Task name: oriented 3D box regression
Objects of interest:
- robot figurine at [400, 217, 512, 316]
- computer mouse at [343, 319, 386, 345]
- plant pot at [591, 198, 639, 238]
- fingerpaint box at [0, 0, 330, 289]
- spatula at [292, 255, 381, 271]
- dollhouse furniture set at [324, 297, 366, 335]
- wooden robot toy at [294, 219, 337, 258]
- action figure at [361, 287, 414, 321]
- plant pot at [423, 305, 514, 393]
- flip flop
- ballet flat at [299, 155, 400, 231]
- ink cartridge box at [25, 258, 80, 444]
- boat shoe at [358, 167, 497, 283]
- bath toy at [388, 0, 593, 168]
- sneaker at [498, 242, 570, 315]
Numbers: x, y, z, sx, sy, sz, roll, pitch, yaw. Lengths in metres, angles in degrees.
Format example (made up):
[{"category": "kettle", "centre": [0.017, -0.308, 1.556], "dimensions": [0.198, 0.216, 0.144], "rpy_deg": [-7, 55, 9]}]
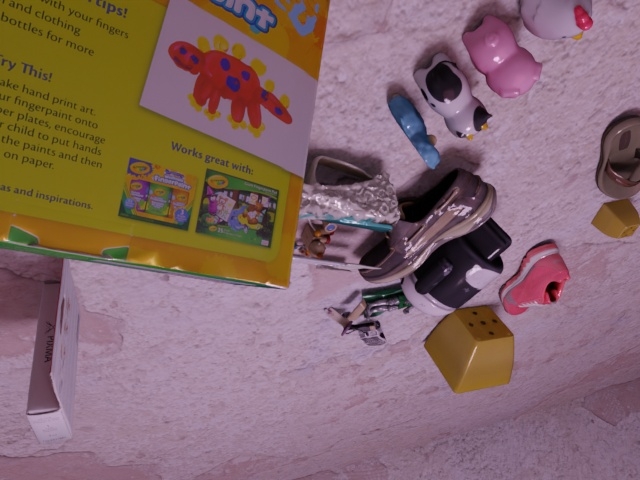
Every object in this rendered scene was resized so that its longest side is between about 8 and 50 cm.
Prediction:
[{"category": "robot figurine", "centre": [0.318, 0.059, 1.132], "dimensions": [0.209, 0.174, 0.278], "rpy_deg": [23, 125, -27]}, {"category": "computer mouse", "centre": [0.143, 0.271, 1.388], "dimensions": [0.106, 0.042, 0.193], "rpy_deg": [-14, 151, 16]}, {"category": "plant pot", "centre": [0.815, -0.052, 1.281], "dimensions": [0.081, 0.083, 0.081], "rpy_deg": [-12, 140, -11]}, {"category": "fingerpaint box", "centre": [-0.228, -0.165, 0.475], "dimensions": [0.444, 0.371, 0.163], "rpy_deg": [13, 170, -36]}, {"category": "spatula", "centre": [-0.013, 0.051, 1.023], "dimensions": [0.242, 0.019, 0.168], "rpy_deg": [8, 176, -25]}, {"category": "dollhouse furniture set", "centre": [0.070, 0.179, 1.274], "dimensions": [0.081, 0.091, 0.114], "rpy_deg": [38, 115, 4]}, {"category": "wooden robot toy", "centre": [0.000, 0.000, 0.997], "dimensions": [0.076, 0.079, 0.173], "rpy_deg": [2, 136, -25]}, {"category": "action figure", "centre": [0.234, 0.163, 1.298], "dimensions": [0.232, 0.063, 0.137], "rpy_deg": [-15, 147, -4]}, {"category": "plant pot", "centre": [0.492, 0.330, 1.502], "dimensions": [0.212, 0.212, 0.187], "rpy_deg": [-3, 125, -20]}, {"category": "flip flop", "centre": [0.722, -0.177, 1.100], "dimensions": [0.112, 0.080, 0.277], "rpy_deg": [-28, 140, 9]}, {"category": "ballet flat", "centre": [-0.035, -0.090, 0.854], "dimensions": [0.409, 0.147, 0.147], "rpy_deg": [2, 136, -29]}, {"category": "ink cartridge box", "centre": [-0.484, 0.184, 0.847], "dimensions": [0.060, 0.275, 0.239], "rpy_deg": [-3, 137, -20]}, {"category": "boat shoe", "centre": [0.205, -0.037, 1.030], "dimensions": [0.130, 0.132, 0.355], "rpy_deg": [40, 120, -19]}, {"category": "bath toy", "centre": [0.285, -0.275, 0.766], "dimensions": [0.348, 0.129, 0.151], "rpy_deg": [-40, 137, 22]}, {"category": "sneaker", "centre": [0.636, 0.153, 1.399], "dimensions": [0.116, 0.136, 0.314], "rpy_deg": [-9, 140, -12]}]
